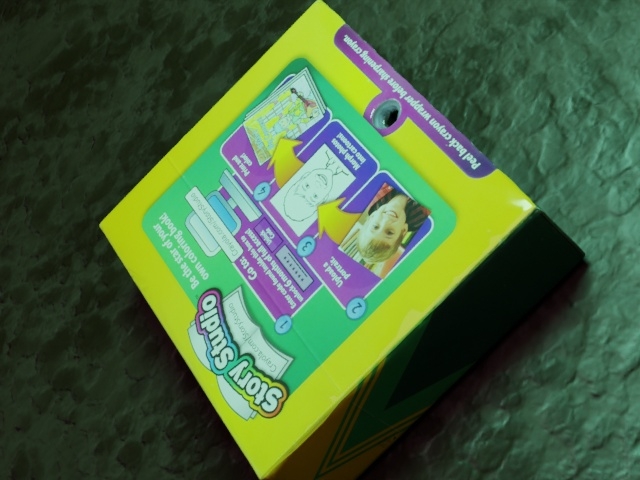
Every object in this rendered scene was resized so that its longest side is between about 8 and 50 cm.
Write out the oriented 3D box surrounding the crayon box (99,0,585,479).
[{"bbox_3d":[0.000,0.000,1.146,0.313,0.106,0.363,-46,48,7],"label":"crayon box"}]
